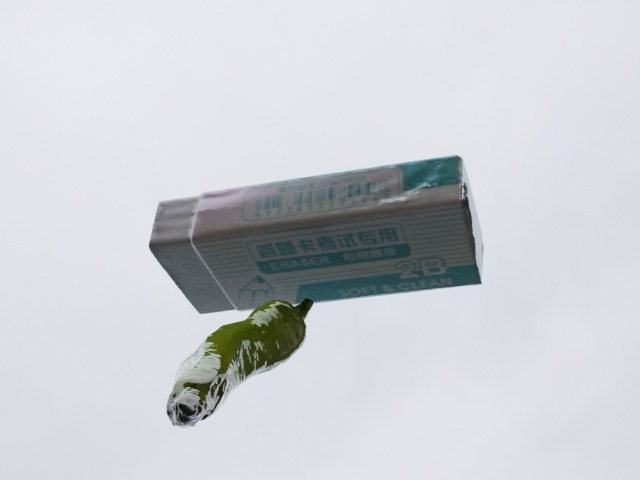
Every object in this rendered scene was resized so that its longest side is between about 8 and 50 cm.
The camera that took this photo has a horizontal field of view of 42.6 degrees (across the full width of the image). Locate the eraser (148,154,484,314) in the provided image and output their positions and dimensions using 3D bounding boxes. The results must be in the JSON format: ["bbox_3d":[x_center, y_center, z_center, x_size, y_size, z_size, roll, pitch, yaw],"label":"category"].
[{"bbox_3d":[0.000,0.000,0.590,0.225,0.052,0.095,-8,-39,16],"label":"eraser"}]

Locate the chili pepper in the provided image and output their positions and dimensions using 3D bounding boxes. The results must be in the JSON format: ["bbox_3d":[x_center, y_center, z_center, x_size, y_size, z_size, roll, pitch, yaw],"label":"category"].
[{"bbox_3d":[-0.052,0.070,0.459,0.049,0.208,0.043,10,-78,14],"label":"chili pepper"}]
